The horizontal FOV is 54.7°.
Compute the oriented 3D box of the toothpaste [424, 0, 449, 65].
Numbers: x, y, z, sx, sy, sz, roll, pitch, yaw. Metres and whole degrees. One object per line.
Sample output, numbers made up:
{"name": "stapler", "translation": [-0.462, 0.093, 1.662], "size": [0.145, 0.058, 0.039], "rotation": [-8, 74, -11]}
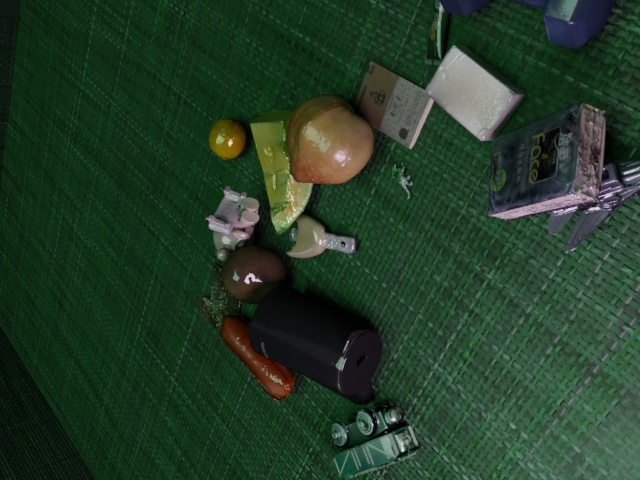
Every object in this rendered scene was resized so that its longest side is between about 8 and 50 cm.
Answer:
{"name": "toothpaste", "translation": [0.259, -0.481, 1.330], "size": [0.049, 0.031, 0.204], "rotation": [23, 115, 40]}

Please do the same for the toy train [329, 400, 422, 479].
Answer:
{"name": "toy train", "translation": [0.121, 0.513, 1.592], "size": [0.269, 0.115, 0.154], "rotation": [-37, 67, 40]}

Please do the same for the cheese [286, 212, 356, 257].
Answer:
{"name": "cheese", "translation": [0.001, 0.000, 1.649], "size": [0.235, 0.050, 0.127], "rotation": [13, 106, 42]}

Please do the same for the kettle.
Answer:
{"name": "kettle", "translation": [-0.015, 0.291, 1.622], "size": [0.308, 0.203, 0.262], "rotation": [21, 110, 36]}

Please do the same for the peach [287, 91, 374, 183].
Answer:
{"name": "peach", "translation": [0.010, -0.230, 1.487], "size": [0.232, 0.232, 0.232], "rotation": [10, 105, 42]}

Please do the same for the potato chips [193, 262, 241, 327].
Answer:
{"name": "potato chips", "translation": [-0.338, 0.194, 2.019], "size": [0.220, 0.029, 0.202], "rotation": [-45, 71, 37]}

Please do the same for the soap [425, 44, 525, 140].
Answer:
{"name": "soap", "translation": [0.316, -0.307, 1.287], "size": [0.183, 0.064, 0.121], "rotation": [49, 126, 25]}

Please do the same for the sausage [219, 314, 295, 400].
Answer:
{"name": "sausage", "translation": [-0.187, 0.343, 1.860], "size": [0.330, 0.102, 0.102], "rotation": [44, 125, 29]}

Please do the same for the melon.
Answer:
{"name": "melon", "translation": [-0.098, -0.186, 1.659], "size": [0.196, 0.124, 0.323], "rotation": [7, 108, 44]}

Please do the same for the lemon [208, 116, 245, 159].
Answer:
{"name": "lemon", "translation": [-0.273, -0.296, 1.809], "size": [0.109, 0.109, 0.133], "rotation": [39, 128, 31]}

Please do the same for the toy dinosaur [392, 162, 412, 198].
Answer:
{"name": "toy dinosaur", "translation": [0.189, -0.143, 1.467], "size": [0.062, 0.021, 0.083], "rotation": [19, 107, 47]}

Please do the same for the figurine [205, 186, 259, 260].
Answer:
{"name": "figurine", "translation": [-0.254, -0.029, 1.788], "size": [0.256, 0.144, 0.182], "rotation": [105, 167, -58]}

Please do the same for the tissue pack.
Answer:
{"name": "tissue pack", "translation": [0.410, -0.137, 1.147], "size": [0.235, 0.073, 0.173], "rotation": [165, 116, -66]}

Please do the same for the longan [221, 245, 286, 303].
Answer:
{"name": "longan", "translation": [-0.189, 0.096, 1.753], "size": [0.167, 0.187, 0.167], "rotation": [-9, 77, 40]}

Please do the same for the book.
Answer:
{"name": "book", "translation": [0.167, -0.320, 1.456], "size": [0.199, 0.016, 0.138], "rotation": [39, 122, 31]}

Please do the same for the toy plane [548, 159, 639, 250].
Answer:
{"name": "toy plane", "translation": [0.529, -0.109, 1.108], "size": [0.267, 0.088, 0.212], "rotation": [-22, 60, 41]}

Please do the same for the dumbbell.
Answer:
{"name": "dumbbell", "translation": [0.373, -0.472, 1.148], "size": [0.325, 0.144, 0.160], "rotation": [34, 118, 35]}
